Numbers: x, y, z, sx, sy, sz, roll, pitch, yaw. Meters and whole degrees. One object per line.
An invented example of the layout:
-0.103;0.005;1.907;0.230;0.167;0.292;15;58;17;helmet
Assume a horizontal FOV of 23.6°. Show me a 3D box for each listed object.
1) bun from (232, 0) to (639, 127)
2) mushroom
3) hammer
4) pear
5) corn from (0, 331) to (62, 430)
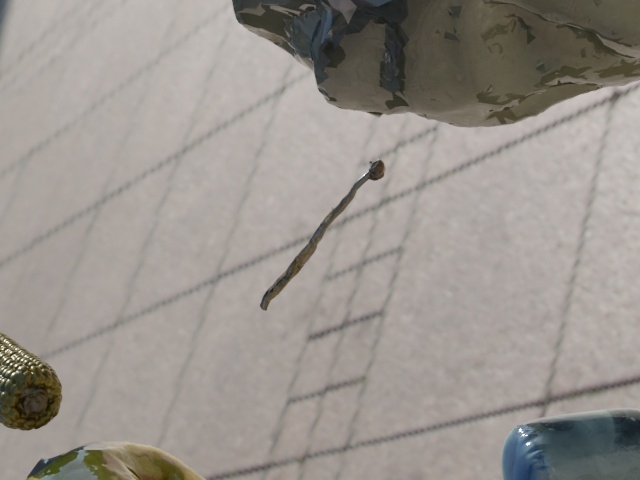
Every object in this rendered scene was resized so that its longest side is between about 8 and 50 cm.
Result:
0.051;-0.209;0.750;0.360;0.359;0.211;-29;17;53;bun
-0.006;-0.001;1.650;0.286;0.028;0.025;-50;42;42;mushroom
0.165;0.184;1.061;0.194;0.116;0.069;108;151;-53;hammer
-0.222;0.342;1.584;0.271;0.271;0.271;-47;26;32;pear
-0.352;0.143;1.660;0.231;0.080;0.080;22;84;53;corn
